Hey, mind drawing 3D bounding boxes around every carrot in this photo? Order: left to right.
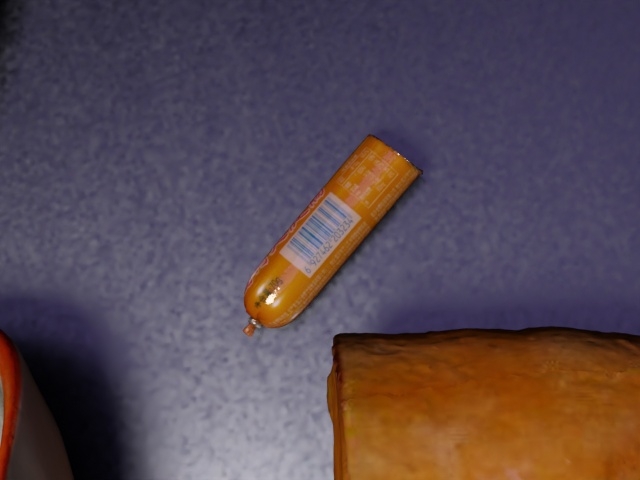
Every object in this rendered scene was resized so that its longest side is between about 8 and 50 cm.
[{"bbox_3d":[0.111,0.107,0.771,0.225,0.159,0.159,-6,83,-6],"label":"carrot"}]

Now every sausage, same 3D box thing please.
[{"bbox_3d":[0.000,0.000,0.840,0.031,0.031,0.107,41,89,9],"label":"sausage"}]

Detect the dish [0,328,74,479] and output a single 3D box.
[{"bbox_3d":[-0.201,0.155,0.760,0.256,0.256,0.117,-27,122,2],"label":"dish"}]
